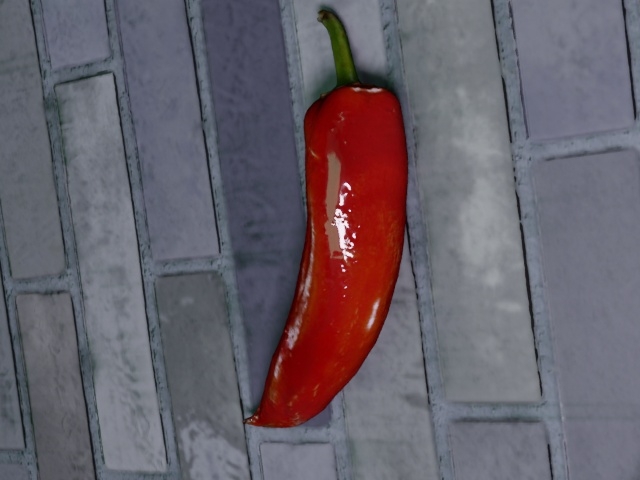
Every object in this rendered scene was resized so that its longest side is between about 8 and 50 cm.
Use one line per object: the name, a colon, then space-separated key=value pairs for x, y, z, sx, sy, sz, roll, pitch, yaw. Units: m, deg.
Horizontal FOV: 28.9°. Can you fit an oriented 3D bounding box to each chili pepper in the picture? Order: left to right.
chili pepper: x=0.004 y=0.007 z=1.003 sx=0.137 sy=0.092 sz=0.368 roll=24 pitch=107 yaw=42
